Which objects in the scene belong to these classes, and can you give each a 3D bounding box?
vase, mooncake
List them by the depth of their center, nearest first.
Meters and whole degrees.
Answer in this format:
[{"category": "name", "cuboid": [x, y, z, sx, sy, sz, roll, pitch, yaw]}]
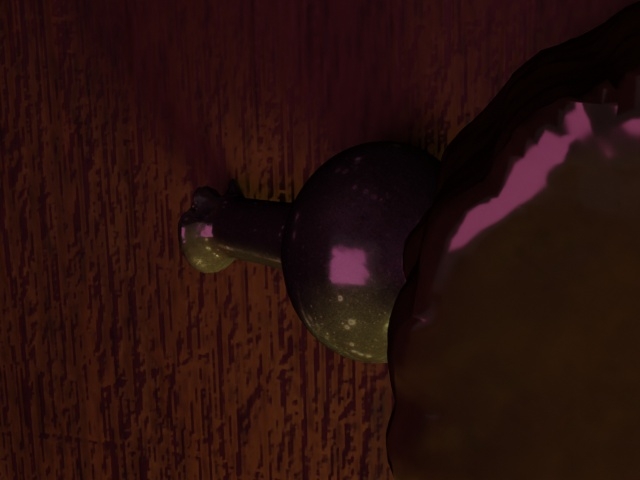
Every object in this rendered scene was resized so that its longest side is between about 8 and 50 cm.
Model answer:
[{"category": "mooncake", "cuboid": [0.190, 0.043, 0.810, 0.324, 0.187, 0.324, 2, 108, 6]}, {"category": "vase", "cuboid": [0.000, 0.000, 0.969, 0.183, 0.120, 0.120, 11, 114, 39]}]
